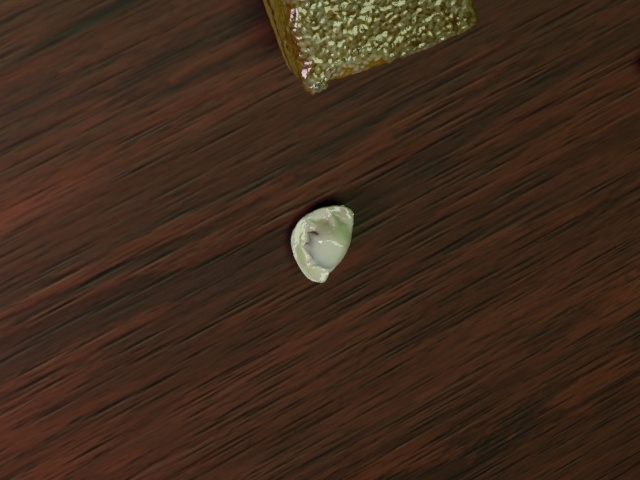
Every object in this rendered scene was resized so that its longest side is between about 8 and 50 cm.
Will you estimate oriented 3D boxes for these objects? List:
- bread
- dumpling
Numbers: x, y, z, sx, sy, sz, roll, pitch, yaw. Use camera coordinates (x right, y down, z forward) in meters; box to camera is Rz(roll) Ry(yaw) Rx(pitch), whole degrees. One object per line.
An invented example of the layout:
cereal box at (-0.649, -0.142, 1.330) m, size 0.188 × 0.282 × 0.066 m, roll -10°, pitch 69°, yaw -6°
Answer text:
bread at (0.027, -0.270, 1.706) m, size 0.184 × 0.110 × 0.234 m, roll -25°, pitch 128°, yaw -11°
dumpling at (0.000, -0.001, 1.909) m, size 0.059 × 0.043 × 0.077 m, roll 15°, pitch 128°, yaw -19°
